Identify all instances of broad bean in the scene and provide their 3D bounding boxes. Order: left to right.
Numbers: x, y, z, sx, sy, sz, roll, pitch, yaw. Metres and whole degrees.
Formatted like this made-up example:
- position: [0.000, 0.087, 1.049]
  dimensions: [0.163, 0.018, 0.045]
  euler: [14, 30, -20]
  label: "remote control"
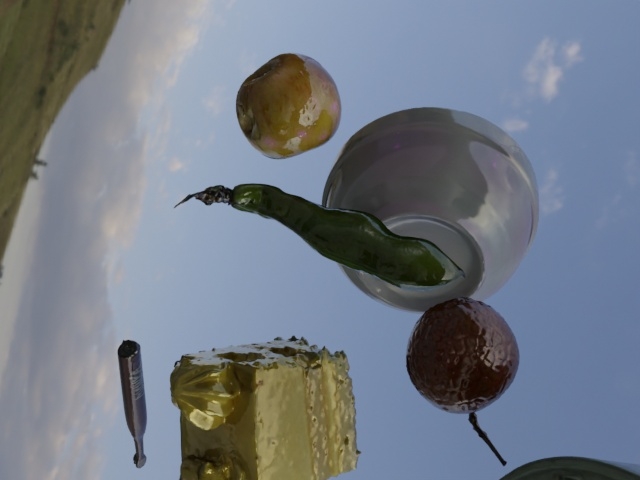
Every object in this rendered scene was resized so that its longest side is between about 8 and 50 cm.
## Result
- position: [0.004, -0.006, 0.697]
  dimensions: [0.098, 0.318, 0.056]
  euler: [-56, 156, -52]
  label: "broad bean"

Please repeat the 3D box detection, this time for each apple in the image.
- position: [-0.043, -0.179, 0.830]
  dimensions: [0.146, 0.147, 0.146]
  euler: [-30, -126, 52]
  label: "apple"

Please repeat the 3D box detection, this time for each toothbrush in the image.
- position: [-0.334, 0.310, 1.144]
  dimensions: [0.041, 0.041, 0.363]
  euler: [-113, -156, -45]
  label: "toothbrush"

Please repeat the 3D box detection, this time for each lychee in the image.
- position: [0.129, 0.117, 0.587]
  dimensions: [0.114, 0.101, 0.140]
  euler: [-87, -178, -52]
  label: "lychee"

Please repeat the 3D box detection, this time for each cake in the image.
- position: [-0.115, 0.282, 1.018]
  dimensions: [0.222, 0.286, 0.227]
  euler: [-7, -93, 50]
  label: "cake"

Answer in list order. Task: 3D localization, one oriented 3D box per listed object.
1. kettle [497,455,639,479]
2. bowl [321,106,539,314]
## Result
- position: [0.287, 0.307, 0.496]
  dimensions: [0.361, 0.377, 0.249]
  euler: [-32, -128, 54]
  label: "kettle"
- position: [0.133, -0.012, 0.809]
  dimensions: [0.287, 0.287, 0.143]
  euler: [-52, -169, 37]
  label: "bowl"
